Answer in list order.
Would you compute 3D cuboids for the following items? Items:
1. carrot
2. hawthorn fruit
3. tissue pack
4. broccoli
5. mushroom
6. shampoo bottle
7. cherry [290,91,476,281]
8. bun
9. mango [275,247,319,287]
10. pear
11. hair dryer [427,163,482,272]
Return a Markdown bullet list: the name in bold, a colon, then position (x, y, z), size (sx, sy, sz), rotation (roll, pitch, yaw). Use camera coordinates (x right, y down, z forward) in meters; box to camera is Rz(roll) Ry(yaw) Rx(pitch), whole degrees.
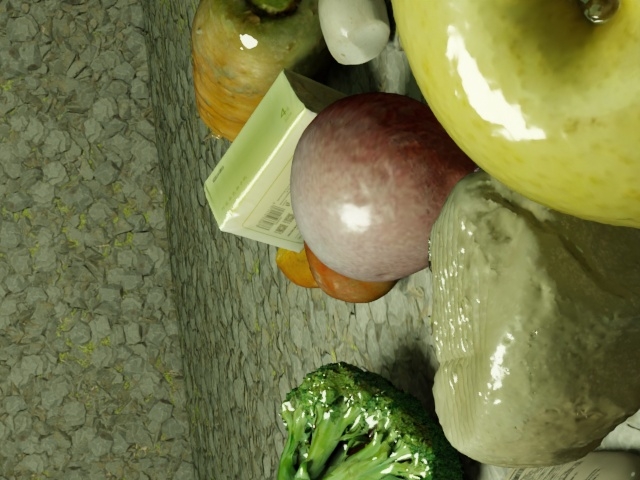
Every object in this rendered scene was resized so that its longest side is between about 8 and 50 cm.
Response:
- **carrot**: position (-0.091, -0.295, 1.493), size (0.340, 0.224, 0.224), rotation (114, 144, -67)
- **hawthorn fruit**: position (0.030, 0.005, 1.332), size (0.149, 0.189, 0.149), rotation (-47, 22, 25)
- **tissue pack**: position (-0.041, -0.110, 1.381), size (0.234, 0.159, 0.125), rotation (-53, 40, 27)
- **broccoli**: position (0.052, 0.308, 1.273), size (0.308, 0.275, 0.307), rotation (21, 123, 37)
- **mushroom**: position (0.039, -0.343, 1.304), size (0.097, 0.088, 0.212), rotation (-24, 68, 59)
- **shampoo bottle**: position (0.257, 0.258, 0.913), size (0.078, 0.127, 0.257), rotation (38, 166, -5)
- **cherry**: position (0.073, -0.064, 1.143), size (0.239, 0.206, 0.239), rotation (-176, 90, -75)
- **bun**: position (0.210, 0.059, 0.835), size (0.281, 0.205, 0.281), rotation (176, 90, -84)
- **mango**: position (0.006, 0.002, 1.509), size (0.217, 0.102, 0.141), rotation (142, 144, -61)
- **pear**: position (0.206, -0.184, 0.571), size (0.348, 0.348, 0.348), rotation (172, 90, -70)
- **hair dryer**: position (0.192, -0.071, 1.023), size (0.070, 0.114, 0.248), rotation (3, 80, 63)
